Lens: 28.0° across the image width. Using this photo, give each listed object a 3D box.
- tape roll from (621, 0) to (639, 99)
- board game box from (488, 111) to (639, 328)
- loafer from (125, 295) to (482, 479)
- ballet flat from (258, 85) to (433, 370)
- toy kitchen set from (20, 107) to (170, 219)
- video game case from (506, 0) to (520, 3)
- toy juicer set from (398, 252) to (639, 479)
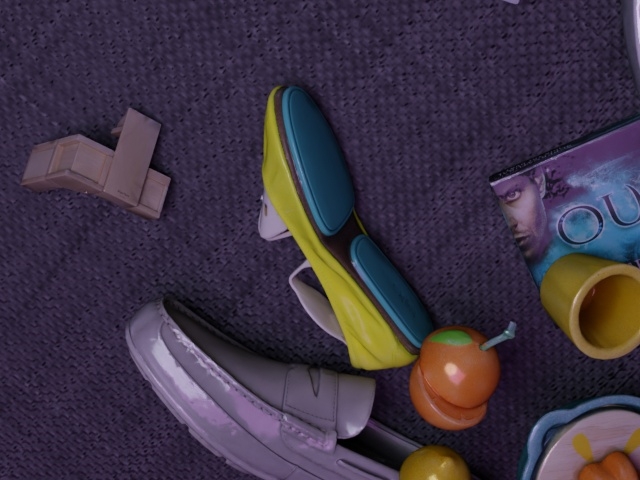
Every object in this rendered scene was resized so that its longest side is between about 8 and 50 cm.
[{"bbox_3d":[0.385,-0.156,0.793,0.392,0.072,0.392,1,104,5],"label":"tape roll"},{"bbox_3d":[0.231,-0.026,0.929,0.186,0.026,0.126,-24,103,14],"label":"board game box"},{"bbox_3d":[-0.003,0.138,0.973,0.319,0.112,0.111,38,103,-13],"label":"loafer"},{"bbox_3d":[0.000,0.000,0.946,0.077,0.077,0.231,-21,106,30],"label":"ballet flat"},{"bbox_3d":[-0.164,-0.060,0.971,0.083,0.075,0.068,27,70,-35],"label":"toy kitchen set"},{"bbox_3d":[0.103,-0.223,0.853,0.087,0.011,0.122,22,136,16],"label":"video game case"},{"bbox_3d":[0.166,0.186,0.920,0.209,0.089,0.329,-22,113,-13],"label":"toy juicer set"}]
